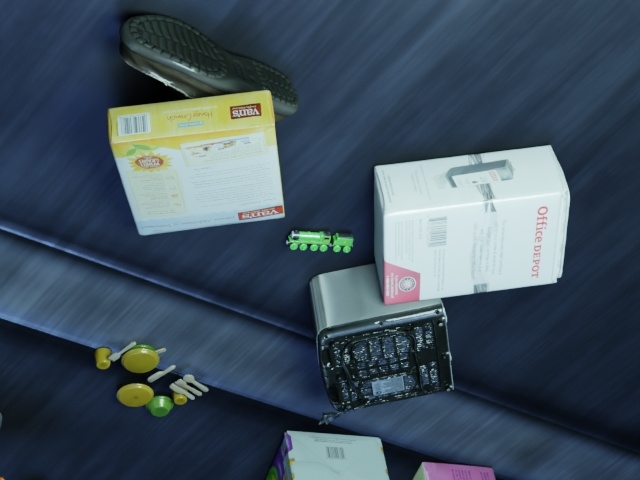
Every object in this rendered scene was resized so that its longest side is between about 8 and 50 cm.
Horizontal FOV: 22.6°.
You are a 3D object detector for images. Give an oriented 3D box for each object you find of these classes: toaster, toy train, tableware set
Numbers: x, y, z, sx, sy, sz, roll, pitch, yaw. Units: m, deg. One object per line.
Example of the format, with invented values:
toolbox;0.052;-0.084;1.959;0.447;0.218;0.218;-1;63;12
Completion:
toaster;0.069;0.124;2.001;0.185;0.110;0.168;-12;135;0
toy train;0.000;0.000;1.929;0.083;0.017;0.024;4;124;-15
tableware set;-0.227;0.176;2.056;0.104;0.024;0.154;-32;134;24

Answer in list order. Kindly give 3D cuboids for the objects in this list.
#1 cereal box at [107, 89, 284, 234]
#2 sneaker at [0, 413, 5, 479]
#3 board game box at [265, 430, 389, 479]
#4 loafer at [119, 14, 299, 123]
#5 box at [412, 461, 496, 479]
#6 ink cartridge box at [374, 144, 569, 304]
cereal box;-0.130;-0.080;1.741;0.173;0.047;0.240;-7;157;-2
sneaker;-0.413;0.305;2.014;0.321;0.180;0.124;36;121;-7
board game box;-0.012;0.413;2.253;0.144;0.142;0.275;6;133;-18
loafer;-0.126;-0.164;1.690;0.220;0.080;0.078;23;125;-31
box;0.177;0.481;2.310;0.117;0.213;0.243;8;132;-19
ink cartridge box;0.175;-0.018;1.894;0.218;0.092;0.158;-6;136;-4
